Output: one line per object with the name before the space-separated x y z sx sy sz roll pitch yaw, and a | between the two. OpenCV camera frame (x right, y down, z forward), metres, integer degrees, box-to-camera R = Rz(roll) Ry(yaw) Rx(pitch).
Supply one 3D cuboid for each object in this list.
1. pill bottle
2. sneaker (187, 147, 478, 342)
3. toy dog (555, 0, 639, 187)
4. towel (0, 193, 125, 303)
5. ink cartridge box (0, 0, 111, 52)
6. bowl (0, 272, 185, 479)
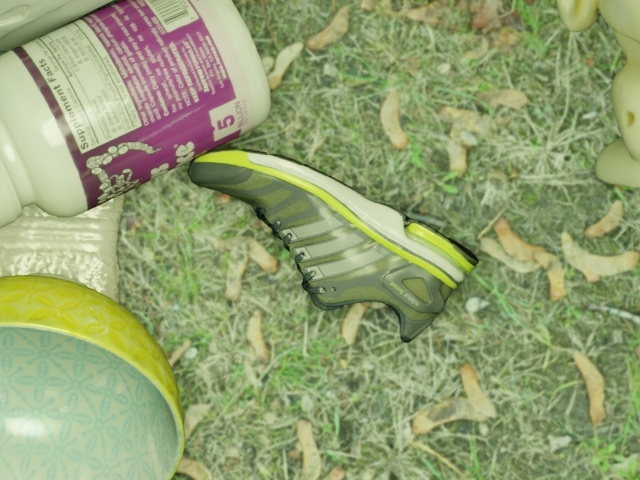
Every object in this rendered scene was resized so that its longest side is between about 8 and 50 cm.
pill bottle | -0.212 -0.124 1.548 0.301 0.169 0.169 -27 86 -13
sneaker | 0.000 0.000 1.615 0.300 0.111 0.121 26 89 3
toy dog | 0.334 -0.270 1.495 0.284 0.395 0.408 -22 101 6
towel | -0.336 -0.027 1.636 0.282 0.049 0.187 4 86 -1
ink cartridge box | -0.323 -0.342 1.535 0.198 0.197 0.270 -18 74 40
bowl | -0.267 0.125 1.555 0.289 0.289 0.156 2 43 -1
